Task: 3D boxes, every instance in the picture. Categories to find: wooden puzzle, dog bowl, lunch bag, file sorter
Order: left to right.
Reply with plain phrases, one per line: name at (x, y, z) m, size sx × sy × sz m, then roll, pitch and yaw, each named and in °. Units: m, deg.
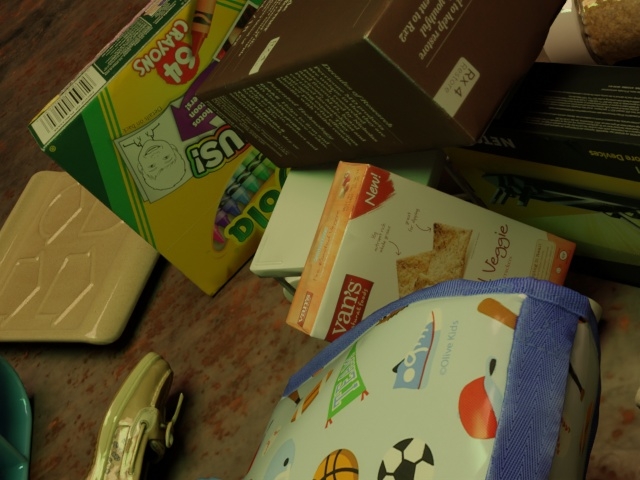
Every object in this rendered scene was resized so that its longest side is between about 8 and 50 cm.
dog bowl at (-0.448, 0.269, 1.341) m, size 0.074 × 0.166 × 0.297 m, roll -22°, pitch 41°, yaw 9°
wooden puzzle at (-0.365, 0.024, 1.560) m, size 0.348 × 0.080 × 0.322 m, roll -1°, pitch 55°, yaw 36°
file sorter at (0.088, -0.042, 1.127) m, size 0.193 × 0.173 × 0.277 m, roll -5°, pitch 52°, yaw 39°
lunch bag at (0.064, 0.234, 0.754) m, size 0.385 × 0.239 × 0.328 m, roll 126°, pitch 166°, yaw -59°

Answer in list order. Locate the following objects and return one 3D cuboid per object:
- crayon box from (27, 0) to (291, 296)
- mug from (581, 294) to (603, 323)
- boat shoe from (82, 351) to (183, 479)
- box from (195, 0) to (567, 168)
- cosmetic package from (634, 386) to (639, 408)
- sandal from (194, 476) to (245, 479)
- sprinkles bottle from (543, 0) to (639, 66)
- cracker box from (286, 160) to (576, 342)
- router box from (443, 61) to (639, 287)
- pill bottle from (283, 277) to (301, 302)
crayon box at (-0.127, -0.160, 1.315) m, size 0.363 × 0.313 × 0.106 m, roll -45°, pitch 35°, yaw -1°
mug at (0.230, 0.089, 0.985) m, size 0.062 × 0.078 × 0.064 m, roll 20°, pitch 74°, yaw 3°
boat shoe at (-0.219, 0.269, 1.194) m, size 0.089 × 0.104 × 0.285 m, roll 15°, pitch 65°, yaw 6°
box at (0.042, -0.186, 0.968) m, size 0.191 × 0.143 × 0.381 m, roll -57°, pitch 24°, yaw -16°
cosmetic package at (0.404, 0.121, 0.731) m, size 0.296 × 0.129 × 0.153 m, roll 16°, pitch 69°, yaw 48°
sandal at (-0.114, 0.356, 0.975) m, size 0.126 × 0.138 × 0.317 m, roll -10°, pitch 51°, yaw 33°
sprinkles bottle at (0.413, -0.271, 1.090) m, size 0.355 × 0.121 × 0.121 m, roll -10°, pitch 49°, yaw 36°
cracker box at (0.103, 0.038, 0.929) m, size 0.067 × 0.232 × 0.155 m, roll 17°, pitch 89°, yaw 67°
router box at (0.271, -0.049, 0.914) m, size 0.309 × 0.243 × 0.081 m, roll 15°, pitch 66°, yaw 49°
pill bottle at (0.000, 0.000, 1.238) m, size 0.087 × 0.087 × 0.160 m, roll -17°, pitch 46°, yaw 30°
